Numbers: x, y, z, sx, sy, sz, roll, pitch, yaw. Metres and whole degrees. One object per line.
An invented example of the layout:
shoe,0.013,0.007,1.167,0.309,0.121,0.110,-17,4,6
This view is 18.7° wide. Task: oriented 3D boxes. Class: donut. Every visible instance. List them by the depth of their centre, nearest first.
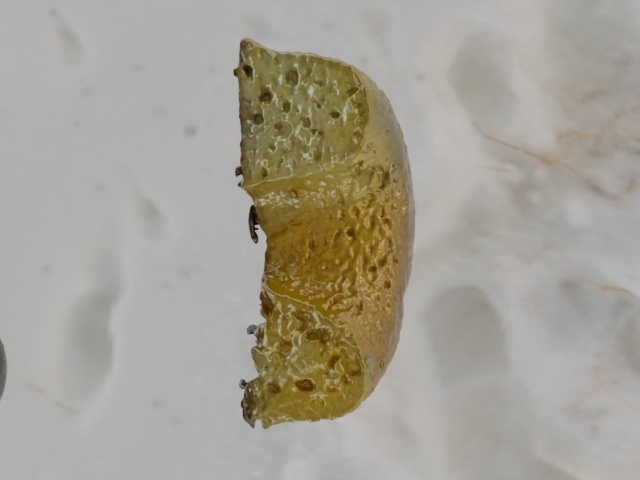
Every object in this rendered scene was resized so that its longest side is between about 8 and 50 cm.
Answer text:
donut,0.000,0.000,0.466,0.038,0.067,0.083,-1,54,22

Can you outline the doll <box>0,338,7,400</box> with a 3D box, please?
doll,-0.178,0.055,0.745,0.179,0.089,0.102,-6,114,57
